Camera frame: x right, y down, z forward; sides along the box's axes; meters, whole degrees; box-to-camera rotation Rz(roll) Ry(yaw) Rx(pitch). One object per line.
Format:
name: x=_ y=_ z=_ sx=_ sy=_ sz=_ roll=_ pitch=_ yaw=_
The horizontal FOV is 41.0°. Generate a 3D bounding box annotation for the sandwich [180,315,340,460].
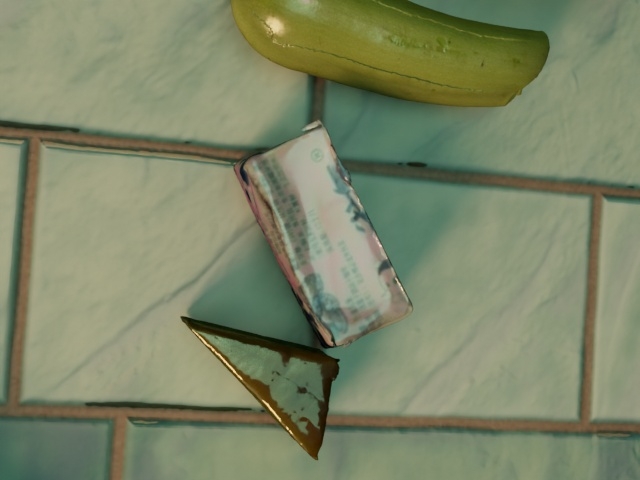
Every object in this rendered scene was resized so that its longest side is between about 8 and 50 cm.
sandwich: x=-0.054 y=0.106 z=0.626 sx=0.116 sy=0.074 sz=0.074 roll=15 pitch=85 yaw=-11

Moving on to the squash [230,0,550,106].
squash: x=0.053 y=-0.154 z=0.655 sx=0.250 sy=0.083 sz=0.083 roll=12 pitch=86 yaw=-14

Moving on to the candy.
candy: x=0.000 y=0.000 z=0.633 sx=0.073 sy=0.092 sz=0.160 roll=-27 pitch=93 yaw=-11
